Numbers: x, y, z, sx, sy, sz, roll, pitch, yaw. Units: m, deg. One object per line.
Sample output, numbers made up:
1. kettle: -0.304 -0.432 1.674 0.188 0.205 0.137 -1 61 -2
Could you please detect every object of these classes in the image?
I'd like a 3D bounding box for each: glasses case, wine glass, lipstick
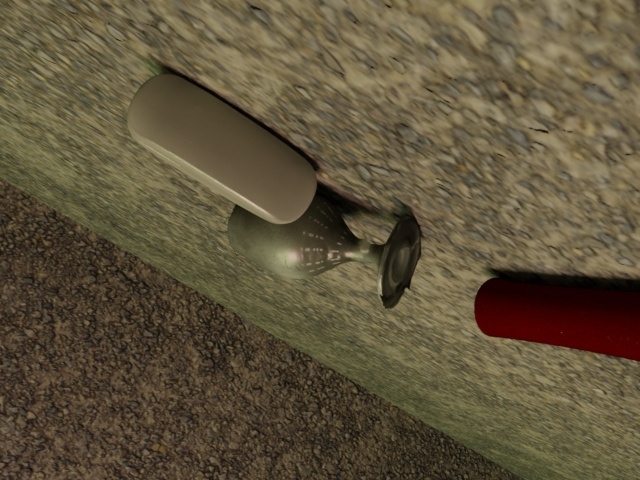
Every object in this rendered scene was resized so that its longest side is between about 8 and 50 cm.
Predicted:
1. glasses case: -0.111 -0.104 0.659 0.233 0.092 0.059 30 167 -14
2. wine glass: 0.000 0.000 0.741 0.241 0.126 0.126 14 158 27
3. lipstick: 0.291 0.088 0.644 0.080 0.080 0.241 38 160 -31
